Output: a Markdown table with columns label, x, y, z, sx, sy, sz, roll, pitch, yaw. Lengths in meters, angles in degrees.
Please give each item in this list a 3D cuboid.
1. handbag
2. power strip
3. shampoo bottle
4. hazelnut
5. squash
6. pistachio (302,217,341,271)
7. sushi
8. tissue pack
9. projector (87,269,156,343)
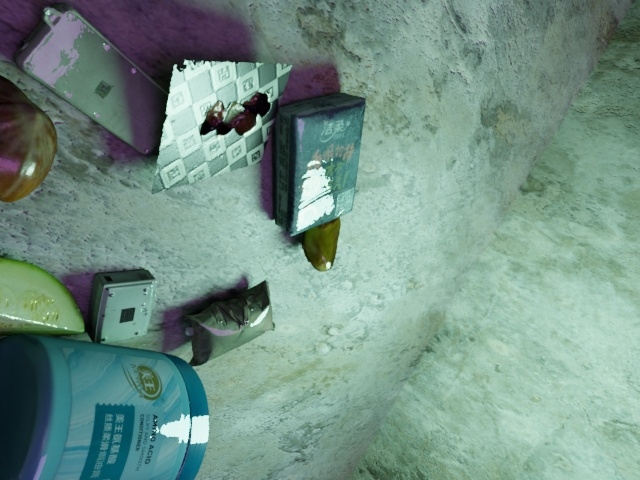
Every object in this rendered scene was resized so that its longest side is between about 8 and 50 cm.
| label | x | y | z | sx | sy | sz | roll | pitch | yaw |
| --- | --- | --- | --- | --- | --- | --- | --- | --- | --- |
| handbag | -0.227 | 0.210 | 1.145 | 0.271 | 0.117 | 0.182 | -19 | 121 | -36 |
| power strip | -0.349 | -0.252 | 0.725 | 0.118 | 0.046 | 0.270 | -51 | 144 | -1 |
| shampoo bottle | -0.451 | 0.359 | 0.830 | 0.331 | 0.331 | 0.343 | -56 | 143 | 0 |
| hazelnut | -0.453 | -0.136 | 0.609 | 0.182 | 0.182 | 0.182 | -27 | 134 | -32 |
| squash | -0.514 | 0.086 | 0.733 | 0.289 | 0.111 | 0.203 | 10 | 150 | -45 |
| pistachio | 0.000 | 0.000 | 1.239 | 0.110 | 0.100 | 0.189 | 101 | -2 | -69 |
| sushi | -0.202 | -0.240 | 0.866 | 0.290 | 0.050 | 0.263 | -28 | 152 | -47 |
| tissue pack | -0.002 | -0.187 | 1.098 | 0.228 | 0.103 | 0.315 | -24 | 133 | -36 |
| projector | -0.417 | 0.141 | 0.931 | 0.115 | 0.061 | 0.147 | -4 | 121 | -47 |
